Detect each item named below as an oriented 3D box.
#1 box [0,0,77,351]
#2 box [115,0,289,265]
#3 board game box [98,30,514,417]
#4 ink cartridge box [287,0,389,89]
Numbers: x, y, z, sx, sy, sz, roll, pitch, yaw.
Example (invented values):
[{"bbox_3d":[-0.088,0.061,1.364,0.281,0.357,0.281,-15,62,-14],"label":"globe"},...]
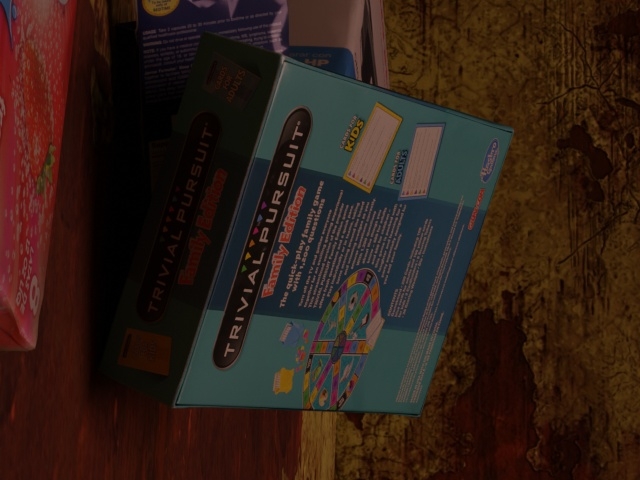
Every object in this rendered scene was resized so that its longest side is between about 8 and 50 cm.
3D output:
[{"bbox_3d":[-0.157,-0.127,0.554,0.142,0.154,0.300,80,11,-63],"label":"box"},{"bbox_3d":[-0.085,-0.097,1.384,0.036,0.136,0.225,24,-60,51],"label":"box"},{"bbox_3d":[0.000,0.000,1.392,0.336,0.079,0.254,11,99,-56],"label":"board game box"},{"bbox_3d":[-0.032,-0.105,1.674,0.395,0.166,0.285,-81,169,-54],"label":"ink cartridge box"}]
